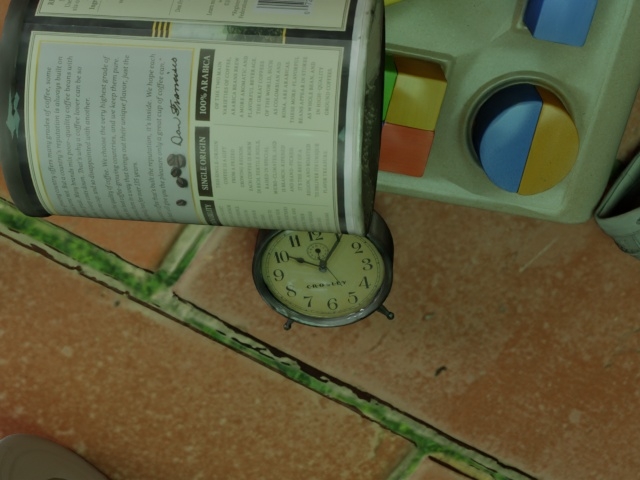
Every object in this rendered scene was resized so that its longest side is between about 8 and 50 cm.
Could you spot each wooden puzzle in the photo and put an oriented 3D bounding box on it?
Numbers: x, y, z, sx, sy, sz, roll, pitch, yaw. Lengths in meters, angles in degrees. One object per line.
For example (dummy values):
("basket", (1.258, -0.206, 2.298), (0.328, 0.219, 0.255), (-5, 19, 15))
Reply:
("wooden puzzle", (0.136, -0.171, 1.245), (0.348, 0.080, 0.322), (8, 116, -13))

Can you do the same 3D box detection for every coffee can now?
("coffee can", (-0.094, -0.110, 1.133), (0.275, 0.201, 0.201), (4, 116, 6))

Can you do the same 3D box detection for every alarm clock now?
("alarm clock", (0.000, 0.000, 1.307), (0.129, 0.064, 0.192), (-6, 130, 10))

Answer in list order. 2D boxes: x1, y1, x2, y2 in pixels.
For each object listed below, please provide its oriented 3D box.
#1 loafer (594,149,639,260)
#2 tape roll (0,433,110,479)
("loafer", (0.380, -0.110, 1.309), (0.111, 0.112, 0.319), (25, 110, -32))
("tape roll", (-0.272, 0.325, 1.330), (0.169, 0.246, 0.246), (-43, 115, 11))
